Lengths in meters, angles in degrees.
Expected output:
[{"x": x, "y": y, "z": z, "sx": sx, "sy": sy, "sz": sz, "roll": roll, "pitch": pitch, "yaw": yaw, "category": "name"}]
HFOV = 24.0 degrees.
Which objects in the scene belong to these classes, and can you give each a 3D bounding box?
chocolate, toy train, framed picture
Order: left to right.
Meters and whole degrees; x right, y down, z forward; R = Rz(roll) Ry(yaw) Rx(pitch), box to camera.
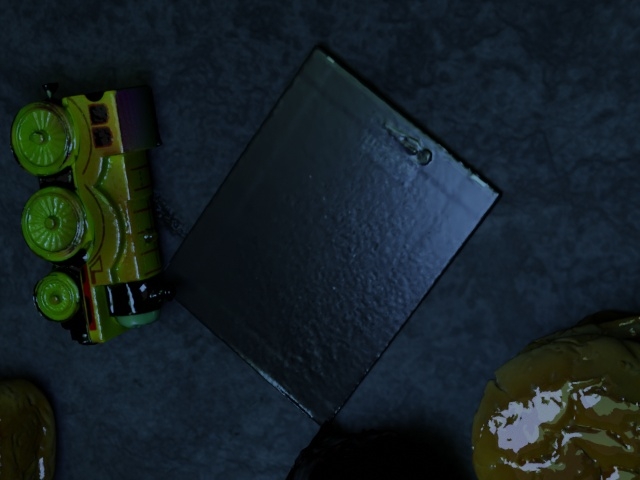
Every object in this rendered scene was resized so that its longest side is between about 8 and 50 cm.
[{"x": -0.246, "y": -0.030, "z": 1.662, "sx": 0.160, "sy": 0.100, "sz": 0.296, "roll": -4, "pitch": 98, "yaw": 22, "category": "toy train"}, {"x": 0.000, "y": 0.000, "z": 1.610, "sx": 0.255, "sy": 0.014, "sz": 0.339, "roll": 40, "pitch": 113, "yaw": 11, "category": "framed picture"}, {"x": 0.034, "y": 0.286, "z": 1.600, "sx": 0.177, "sy": 0.206, "sz": 0.224, "roll": 37, "pitch": 107, "yaw": 61, "category": "chocolate"}]

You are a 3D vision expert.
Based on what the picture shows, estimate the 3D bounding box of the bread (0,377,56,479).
[{"x": -0.461, "y": 0.249, "z": 1.789, "sx": 0.294, "sy": 0.132, "sz": 0.167, "roll": -4, "pitch": 97, "yaw": 25, "category": "bread"}]

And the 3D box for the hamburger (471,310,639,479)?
[{"x": 0.275, "y": 0.190, "z": 1.443, "sx": 0.244, "sy": 0.163, "sz": 0.244, "roll": 3, "pitch": 99, "yaw": 22, "category": "hamburger"}]
